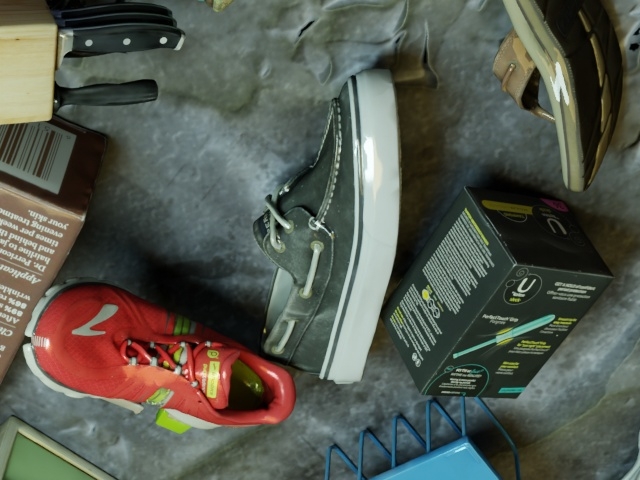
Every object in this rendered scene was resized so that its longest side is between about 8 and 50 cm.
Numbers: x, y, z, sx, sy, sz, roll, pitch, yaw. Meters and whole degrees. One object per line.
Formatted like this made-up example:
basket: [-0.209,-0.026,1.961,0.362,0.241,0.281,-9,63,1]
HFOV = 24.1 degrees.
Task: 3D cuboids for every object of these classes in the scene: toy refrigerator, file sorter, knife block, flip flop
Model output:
toy refrigerator: [-0.238,0.301,1.546,0.269,0.102,0.094,37,119,-20]
file sorter: [0.101,0.233,1.475,0.170,0.104,0.118,-27,120,21]
knife block: [-0.251,-0.139,1.145,0.242,0.275,0.088,20,126,13]
flip flop: [0.172,-0.162,1.200,0.080,0.112,0.277,-1,132,37]

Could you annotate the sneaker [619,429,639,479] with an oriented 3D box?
sneaker: [0.329,0.289,1.472,0.114,0.152,0.305,10,127,-6]

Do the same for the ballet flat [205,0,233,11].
ballet flat: [-0.039,-0.325,1.086,0.123,0.123,0.348,2,124,2]

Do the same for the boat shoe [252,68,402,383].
boat shoe: [0.000,0.000,1.304,0.119,0.121,0.335,4,128,-5]

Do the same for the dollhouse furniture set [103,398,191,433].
dollhouse furniture set: [-0.147,0.130,1.437,0.152,0.076,0.058,26,126,-26]

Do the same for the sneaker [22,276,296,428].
sneaker: [-0.128,0.101,1.309,0.118,0.107,0.279,2,166,45]

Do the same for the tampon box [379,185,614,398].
tampon box: [0.151,0.048,1.318,0.120,0.101,0.161,7,130,-35]

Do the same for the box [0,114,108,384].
box: [-0.353,0.043,1.349,0.191,0.143,0.381,25,121,-14]
